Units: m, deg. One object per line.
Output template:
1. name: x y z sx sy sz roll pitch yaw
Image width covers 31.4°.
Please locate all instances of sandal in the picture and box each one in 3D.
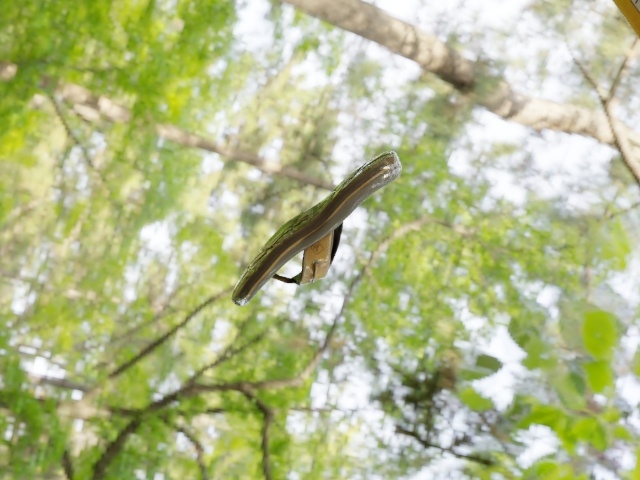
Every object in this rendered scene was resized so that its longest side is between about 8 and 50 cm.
1. sandal: 0.000 0.000 1.079 0.219 0.060 0.090 -39 -170 15

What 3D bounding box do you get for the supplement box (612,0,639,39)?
1. supplement box: 0.345 -0.370 1.083 0.357 0.195 0.194 64 -32 26
